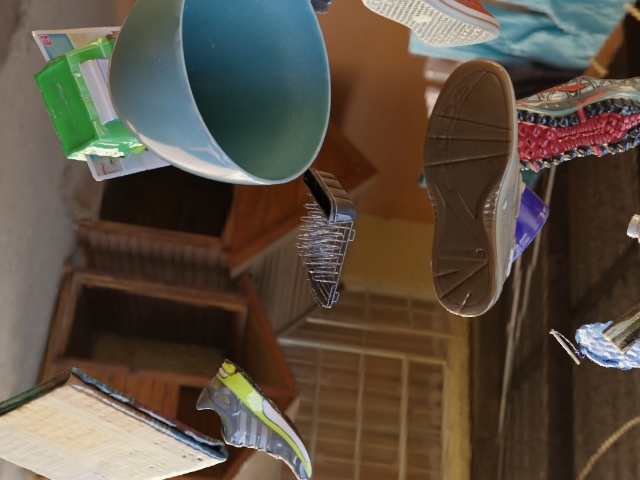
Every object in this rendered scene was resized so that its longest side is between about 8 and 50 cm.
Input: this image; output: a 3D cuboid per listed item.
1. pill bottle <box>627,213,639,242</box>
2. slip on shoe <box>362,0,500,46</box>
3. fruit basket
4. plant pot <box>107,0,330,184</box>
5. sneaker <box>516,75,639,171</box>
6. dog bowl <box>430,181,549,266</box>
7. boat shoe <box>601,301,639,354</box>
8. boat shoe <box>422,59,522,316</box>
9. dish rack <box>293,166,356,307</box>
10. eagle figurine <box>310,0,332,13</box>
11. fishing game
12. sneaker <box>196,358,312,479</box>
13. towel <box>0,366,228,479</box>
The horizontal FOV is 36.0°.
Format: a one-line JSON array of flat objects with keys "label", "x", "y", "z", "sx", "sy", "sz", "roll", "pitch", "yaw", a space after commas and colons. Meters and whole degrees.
[{"label": "pill bottle", "x": 0.727, "y": -0.014, "z": 2.117, "sx": 0.067, "sy": 0.120, "sz": 0.067, "roll": -38, "pitch": 141, "yaw": -40}, {"label": "slip on shoe", "x": 0.171, "y": -0.359, "z": 1.450, "sx": 0.331, "sy": 0.123, "sz": 0.101, "roll": 12, "pitch": 77, "yaw": -53}, {"label": "fruit basket", "x": -0.406, "y": -0.303, "z": 2.067, "sx": 0.165, "sy": 0.353, "sz": 0.327, "roll": -22, "pitch": -91, "yaw": 39}, {"label": "plant pot", "x": -0.147, "y": -0.204, "z": 1.217, "sx": 0.290, "sy": 0.195, "sz": 0.290, "roll": 11, "pitch": 77, "yaw": -55}, {"label": "sneaker", "x": 0.357, "y": -0.174, "z": 1.407, "sx": 0.125, "sy": 0.262, "sz": 0.104, "roll": -49, "pitch": 127, "yaw": -42}, {"label": "dog bowl", "x": 0.360, "y": -0.009, "z": 2.099, "sx": 0.265, "sy": 0.104, "sz": 0.265, "roll": -48, "pitch": -179, "yaw": 1}, {"label": "boat shoe", "x": 0.645, "y": 0.151, "z": 1.909, "sx": 0.080, "sy": 0.073, "sz": 0.223, "roll": -33, "pitch": 171, "yaw": -44}, {"label": "boat shoe", "x": 0.210, "y": -0.074, "z": 1.326, "sx": 0.110, "sy": 0.121, "sz": 0.341, "roll": -26, "pitch": 123, "yaw": -59}, {"label": "dish rack", "x": 0.000, "y": 0.000, "z": 2.130, "sx": 0.208, "sy": 0.074, "sz": 0.271, "roll": -119, "pitch": -142, "yaw": -58}, {"label": "eagle figurine", "x": -0.065, "y": -0.548, "z": 1.622, "sx": 0.298, "sy": 0.225, "sz": 0.226, "roll": 63, "pitch": 6, "yaw": 17}, {"label": "fishing game", "x": 0.669, "y": 0.231, "z": 2.217, "sx": 0.264, "sy": 0.189, "sz": 0.041, "roll": -15, "pitch": -139, "yaw": 46}, {"label": "sneaker", "x": -0.130, "y": 0.380, "z": 1.987, "sx": 0.121, "sy": 0.300, "sz": 0.111, "roll": -41, "pitch": -171, "yaw": -2}, {"label": "towel", "x": -0.340, "y": 0.290, "z": 1.439, "sx": 0.370, "sy": 0.271, "sz": 0.040, "roll": -27, "pitch": -141, "yaw": 44}]
